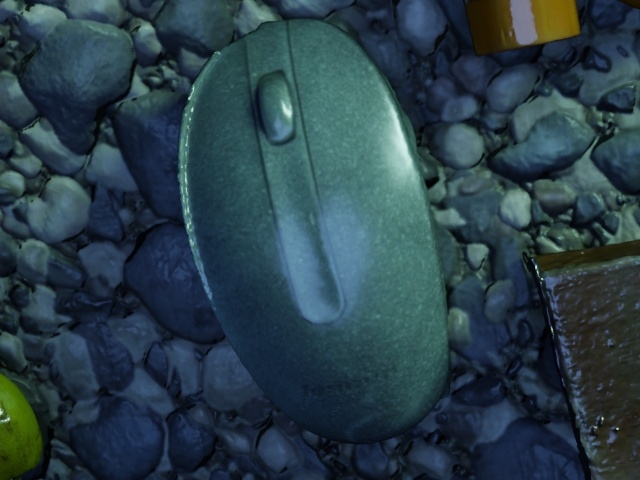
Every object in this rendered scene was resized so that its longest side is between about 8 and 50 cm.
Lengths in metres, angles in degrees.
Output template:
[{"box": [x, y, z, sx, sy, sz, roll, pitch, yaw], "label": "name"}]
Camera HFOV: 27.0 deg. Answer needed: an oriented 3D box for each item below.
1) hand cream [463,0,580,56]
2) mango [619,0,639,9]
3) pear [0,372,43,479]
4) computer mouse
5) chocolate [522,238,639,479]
[{"box": [0.139, -0.305, 1.034, 0.139, 0.089, 0.314, -11, 94, 35], "label": "hand cream"}, {"box": [0.284, -0.229, 1.024, 0.159, 0.084, 0.105, -9, 106, 12], "label": "mango"}, {"box": [-0.316, 0.172, 1.215, 0.107, 0.107, 0.131, -40, 85, 16], "label": "pear"}, {"box": [0.001, 0.000, 1.112, 0.203, 0.114, 0.374, -17, 98, 14], "label": "computer mouse"}, {"box": [0.261, 0.146, 1.104, 0.111, 0.112, 0.321, -16, 99, 5], "label": "chocolate"}]
